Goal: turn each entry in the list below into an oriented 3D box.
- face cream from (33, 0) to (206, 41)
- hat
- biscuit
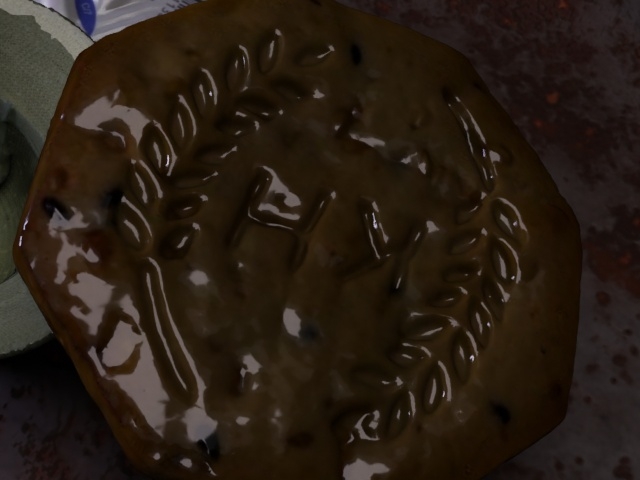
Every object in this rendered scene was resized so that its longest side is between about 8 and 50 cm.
[{"bbox_3d":[-0.094,-0.139,0.954,0.206,0.111,0.205,3,62,-6],"label":"face cream"},{"bbox_3d":[-0.236,-0.023,0.852,0.257,0.130,0.257,6,64,-13],"label":"hat"},{"bbox_3d":[0.001,0.000,0.824,0.359,0.046,0.359,9,65,-19],"label":"biscuit"}]
